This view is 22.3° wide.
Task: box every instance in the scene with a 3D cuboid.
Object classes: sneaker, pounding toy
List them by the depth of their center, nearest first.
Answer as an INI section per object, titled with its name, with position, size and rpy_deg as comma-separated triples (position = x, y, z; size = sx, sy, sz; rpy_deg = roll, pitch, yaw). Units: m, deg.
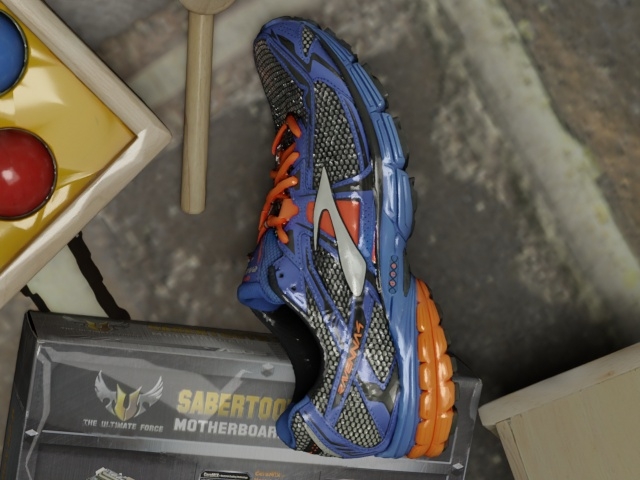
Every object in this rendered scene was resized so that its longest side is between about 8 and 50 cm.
[pounding toy]
position = -0.113, -0.062, 0.741
size = 0.206, 0.094, 0.181
rpy_deg = -45, 110, 0
[sneaker]
position = 0.000, 0.000, 0.765
size = 0.087, 0.083, 0.221
rpy_deg = -12, 81, -15

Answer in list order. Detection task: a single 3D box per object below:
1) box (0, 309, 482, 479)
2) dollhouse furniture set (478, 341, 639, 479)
[box]
position = -0.047, 0.139, 0.828
size = 0.231, 0.056, 0.183
rpy_deg = 6, 101, -16
[dollhouse furniture set]
position = 0.175, 0.209, 0.878
size = 0.286, 0.198, 0.303
rpy_deg = -23, 153, 13
